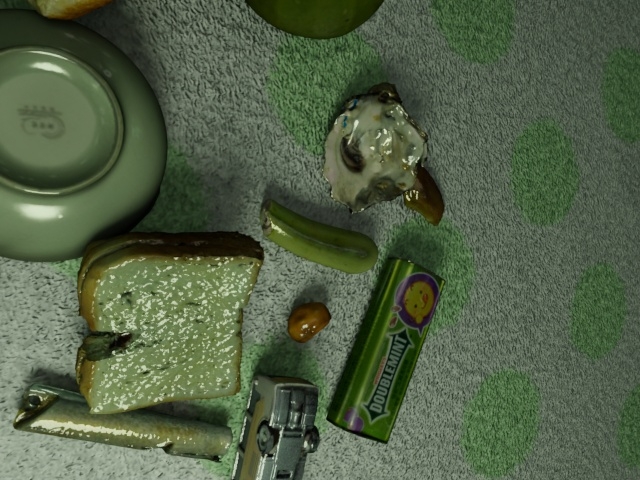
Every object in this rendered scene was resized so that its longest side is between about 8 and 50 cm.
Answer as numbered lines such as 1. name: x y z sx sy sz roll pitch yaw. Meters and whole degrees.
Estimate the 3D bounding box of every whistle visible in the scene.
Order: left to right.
1. whistle: -0.291 0.289 0.784 0.326 0.057 0.068 25 79 -27

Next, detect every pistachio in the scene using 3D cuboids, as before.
1. pistachio: 0.216 -0.097 1.058 0.089 0.049 0.173 -46 111 -19

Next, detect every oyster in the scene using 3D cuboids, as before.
1. oyster: 0.094 -0.173 0.972 0.223 0.083 0.214 -30 97 -7

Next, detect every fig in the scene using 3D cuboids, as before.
1. fig: -0.006 -0.484 0.773 0.316 0.316 0.316 -1 92 -29

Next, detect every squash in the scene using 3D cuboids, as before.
1. squash: 0.000 0.000 0.928 0.250 0.083 0.083 21 82 -25

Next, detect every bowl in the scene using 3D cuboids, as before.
1. bowl: -0.362 -0.141 0.659 0.354 0.185 0.353 -1 92 -29

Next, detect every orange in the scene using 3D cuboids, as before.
1. orange: -0.025 0.147 0.919 0.086 0.086 0.062 -38 86 -23

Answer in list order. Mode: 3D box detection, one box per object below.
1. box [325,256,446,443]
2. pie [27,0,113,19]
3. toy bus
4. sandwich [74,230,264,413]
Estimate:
1. box: 0.133 0.215 0.993 0.134 0.097 0.345 29 78 -27
2. pie: -0.240 -0.381 0.664 0.315 0.315 0.092 -38 128 -23
3. toy bus: -0.089 0.398 0.853 0.097 0.138 0.342 13 86 -28
4. sandwich: -0.225 0.116 0.741 0.249 0.095 0.273 0 116 -29
